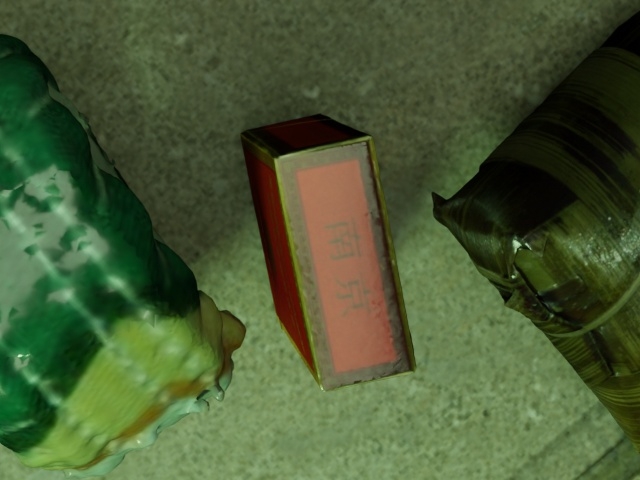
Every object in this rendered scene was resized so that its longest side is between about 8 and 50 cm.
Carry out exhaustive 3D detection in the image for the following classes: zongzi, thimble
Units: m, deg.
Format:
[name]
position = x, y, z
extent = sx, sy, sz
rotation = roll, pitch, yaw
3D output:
[zongzi]
position = 0.260, -0.009, 1.229
extent = 0.286, 0.134, 0.288
rotation = -44, 118, -10
[thimble]
position = -0.184, 0.015, 1.090
extent = 0.167, 0.254, 0.288
rotation = -36, 107, -2

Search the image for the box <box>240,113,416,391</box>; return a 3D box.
[box]
position = 0.001, 0.000, 1.121
extent = 0.074, 0.240, 0.153
rotation = -16, 99, -6
